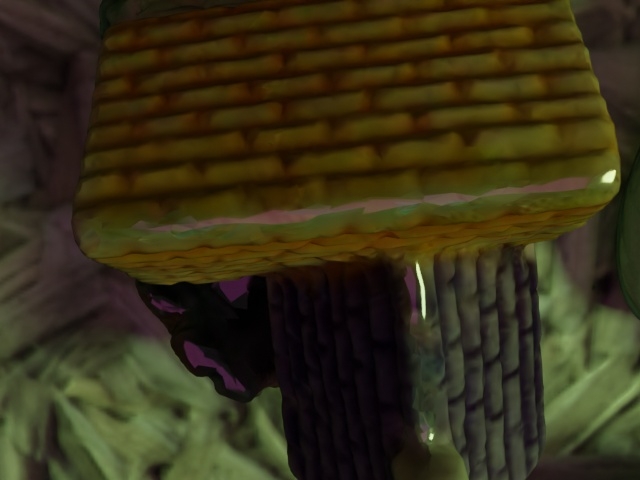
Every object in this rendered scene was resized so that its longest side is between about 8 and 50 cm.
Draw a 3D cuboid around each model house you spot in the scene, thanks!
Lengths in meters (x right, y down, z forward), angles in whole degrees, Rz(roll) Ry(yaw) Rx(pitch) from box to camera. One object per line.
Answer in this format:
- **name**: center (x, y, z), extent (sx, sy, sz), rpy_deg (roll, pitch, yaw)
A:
- **model house**: center (0.000, 0.000, 0.491), extent (0.202, 0.237, 0.237), rpy_deg (-2, 110, -1)

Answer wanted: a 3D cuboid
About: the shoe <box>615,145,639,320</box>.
- **shoe**: center (0.215, -0.058, 0.545), extent (0.103, 0.100, 0.251), rpy_deg (6, 108, -4)
